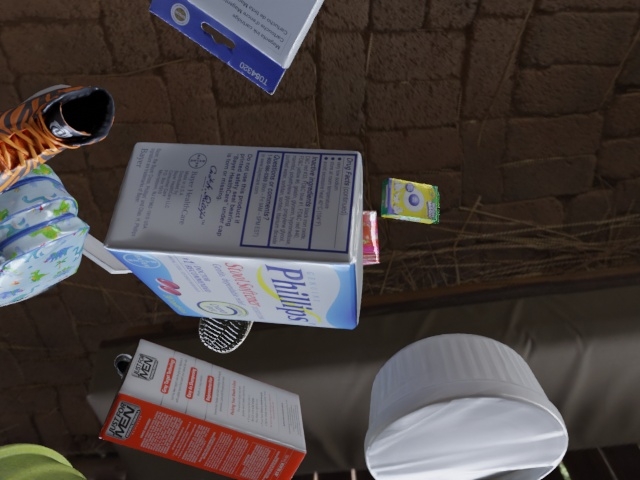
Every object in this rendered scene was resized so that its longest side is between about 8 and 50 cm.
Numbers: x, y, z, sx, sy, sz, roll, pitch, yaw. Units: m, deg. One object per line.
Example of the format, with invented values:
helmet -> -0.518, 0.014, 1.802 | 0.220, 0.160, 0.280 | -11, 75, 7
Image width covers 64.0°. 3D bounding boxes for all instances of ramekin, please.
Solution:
ramekin -> 0.193, 0.250, 0.731 | 0.272, 0.127, 0.273 | 0, 128, 0

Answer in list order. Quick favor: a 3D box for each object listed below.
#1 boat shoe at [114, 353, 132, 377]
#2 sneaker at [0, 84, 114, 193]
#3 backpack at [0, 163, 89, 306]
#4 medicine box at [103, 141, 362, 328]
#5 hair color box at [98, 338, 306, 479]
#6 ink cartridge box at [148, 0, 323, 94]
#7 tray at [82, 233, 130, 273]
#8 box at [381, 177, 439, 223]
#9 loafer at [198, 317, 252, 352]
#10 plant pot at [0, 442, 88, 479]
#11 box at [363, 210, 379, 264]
boat shoe -> -0.581, 0.461, 1.664 | 0.080, 0.076, 0.228 | -39, 97, -13
sneaker -> -0.475, -0.169, 0.827 | 0.180, 0.321, 0.125 | 6, 137, 42
backpack -> -0.636, -0.007, 1.077 | 0.273, 0.290, 0.356 | 42, 129, 20
medicine box -> -0.087, 0.006, 0.699 | 0.289, 0.149, 0.263 | 4, 155, 7
hair color box -> -0.085, 0.133, 0.392 | 0.141, 0.072, 0.043 | 25, 105, -14
ink cartridge box -> -0.164, -0.495, 0.989 | 0.324, 0.071, 0.330 | 33, 125, -5
tray -> -0.750, 0.042, 1.724 | 0.270, 0.145, 0.030 | 32, 95, 12
box -> 0.258, -0.107, 1.421 | 0.179, 0.043, 0.105 | 7, 79, -21
loafer -> -0.155, 0.113, 1.024 | 0.102, 0.092, 0.269 | 34, 114, 3
plant pot -> -0.255, 0.371, 0.522 | 0.253, 0.276, 0.276 | 0, 122, 19
box -> 0.000, 0.000, 1.178 | 0.256, 0.122, 0.128 | -1, 85, -32
